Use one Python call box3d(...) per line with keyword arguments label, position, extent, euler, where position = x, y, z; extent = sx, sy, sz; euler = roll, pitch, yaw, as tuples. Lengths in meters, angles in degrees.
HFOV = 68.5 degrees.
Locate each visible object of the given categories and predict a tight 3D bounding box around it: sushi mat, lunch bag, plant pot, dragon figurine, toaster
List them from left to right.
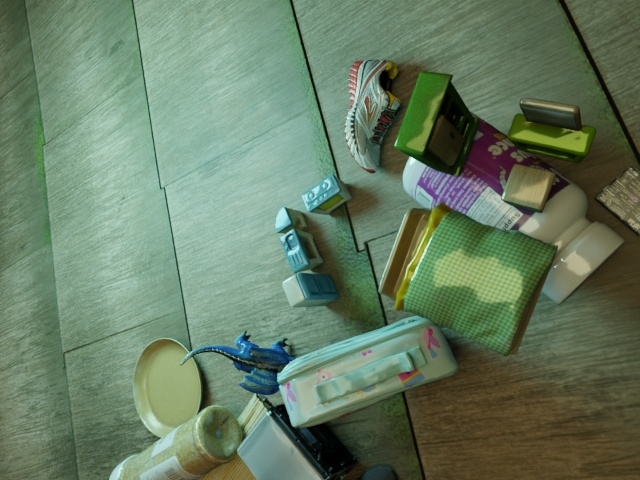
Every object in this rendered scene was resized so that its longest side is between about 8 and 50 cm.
box3d(label="plant pot", position=(-0.367, 0.356, 1.145), extent=(0.236, 0.032, 0.237), euler=(-3, 84, 31))
box3d(label="sushi mat", position=(-0.176, 0.500, 1.024), extent=(0.151, 0.019, 0.317), euler=(41, 105, 26))
box3d(label="dragon figurine", position=(-0.113, 0.240, 0.908), extent=(0.144, 0.289, 0.085), euler=(-162, 87, -69))
box3d(label="toaster", position=(-0.044, 0.386, 0.862), extent=(0.185, 0.168, 0.110), euler=(41, 92, 27))
box3d(label="lunch bag", position=(0.078, 0.205, 0.753), extent=(0.279, 0.224, 0.108), euler=(-22, 71, 3))

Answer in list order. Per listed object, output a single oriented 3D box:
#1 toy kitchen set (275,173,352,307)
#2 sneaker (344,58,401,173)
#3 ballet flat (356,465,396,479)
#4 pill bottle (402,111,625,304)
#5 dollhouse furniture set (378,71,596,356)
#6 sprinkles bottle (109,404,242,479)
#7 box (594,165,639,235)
box3d(label="toy kitchen set", position=(0.000, 0.000, 0.908), extent=(0.166, 0.122, 0.207), euler=(-32, 70, 24))
box3d(label="sneaker", position=(0.102, -0.240, 0.893), extent=(0.092, 0.088, 0.226), euler=(0, 85, 29))
box3d(label="ballet flat", position=(0.058, 0.492, 0.856), extent=(0.203, 0.074, 0.074), euler=(-48, 64, 18))
box3d(label="pill bottle", position=(0.284, -0.051, 0.717), extent=(0.301, 0.169, 0.169), euler=(46, 108, 25))
box3d(label="dollhouse furniture set", position=(0.185, -0.023, 0.584), extent=(0.197, 0.151, 0.302), euler=(22, 96, 30))
box3d(label="sprinkles bottle", position=(-0.327, 0.491, 1.043), extent=(0.355, 0.121, 0.121), euler=(-38, 68, 26))
box3d(label="box", position=(0.466, -0.059, 0.697), extent=(0.067, 0.018, 0.083), euler=(-48, 64, 18))
